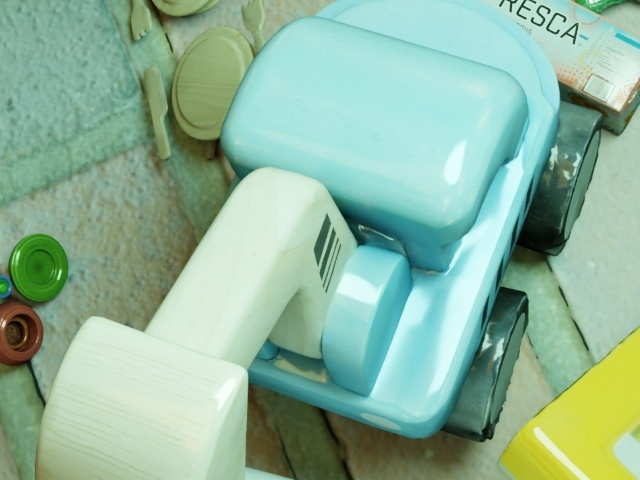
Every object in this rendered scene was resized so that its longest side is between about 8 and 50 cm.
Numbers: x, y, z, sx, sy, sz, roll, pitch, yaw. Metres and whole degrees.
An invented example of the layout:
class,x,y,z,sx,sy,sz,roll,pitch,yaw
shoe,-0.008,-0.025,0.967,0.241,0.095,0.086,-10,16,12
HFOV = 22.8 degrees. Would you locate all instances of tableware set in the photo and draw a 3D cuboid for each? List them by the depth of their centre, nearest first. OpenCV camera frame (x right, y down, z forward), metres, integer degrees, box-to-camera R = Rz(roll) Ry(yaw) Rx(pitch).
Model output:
class,x,y,z,sx,sy,sz,roll,pitch,yaw
tableware set,-0.082,-0.162,1.197,0.128,0.039,0.194,-28,65,35

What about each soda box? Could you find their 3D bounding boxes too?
class,x,y,z,sx,sy,sz,roll,pitch,yaw
soda box,0.152,-0.148,1.146,0.183,0.063,0.058,31,84,15

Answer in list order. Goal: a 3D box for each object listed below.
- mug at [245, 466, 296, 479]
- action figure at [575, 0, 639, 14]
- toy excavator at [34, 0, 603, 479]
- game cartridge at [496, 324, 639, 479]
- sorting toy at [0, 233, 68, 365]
class,x,y,z,sx,sy,sz,roll,pitch,yaw
mug,0.065,0.282,0.910,0.328,0.374,0.276,15,55,9
action figure,0.256,-0.258,1.155,0.137,0.063,0.232,33,89,13
toy excavator,0.000,0.000,0.922,0.222,0.445,0.432,18,73,15
game cartridge,0.311,0.168,0.969,0.324,0.052,0.285,43,50,17
sorting toy,-0.232,0.042,1.188,0.042,0.061,0.102,-2,66,45
